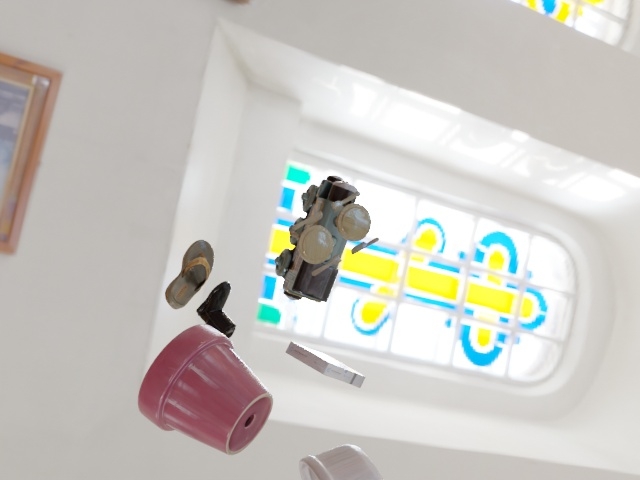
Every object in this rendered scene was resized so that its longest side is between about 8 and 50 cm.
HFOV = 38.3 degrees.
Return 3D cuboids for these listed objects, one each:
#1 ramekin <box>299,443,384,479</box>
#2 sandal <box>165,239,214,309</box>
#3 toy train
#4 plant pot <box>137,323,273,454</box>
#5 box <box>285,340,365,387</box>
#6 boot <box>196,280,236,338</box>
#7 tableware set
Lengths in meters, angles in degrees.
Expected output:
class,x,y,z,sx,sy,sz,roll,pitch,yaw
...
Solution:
class,x,y,z,sx,sy,sz,roll,pitch,yaw
ramekin,0.070,0.578,2.037,0.273,0.127,0.273,54,-20,29
sandal,-0.267,0.071,1.944,0.049,0.072,0.180,-24,-151,42
toy train,0.000,0.000,2.274,0.334,0.142,0.190,-68,-159,1
plant pot,-0.192,0.277,1.636,0.180,0.201,0.201,31,-71,24
box,0.014,0.331,2.453,0.145,0.186,0.038,25,-92,39
boot,-0.224,0.165,2.089,0.121,0.045,0.099,-48,-118,20
tableware set,0.027,-0.017,2.060,0.039,0.194,0.128,9,-56,63
